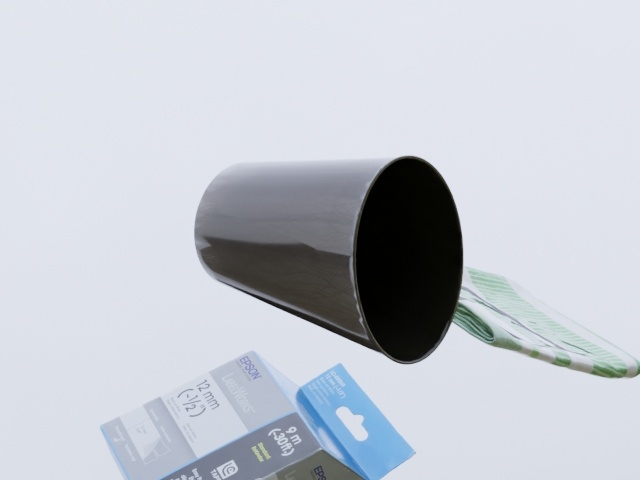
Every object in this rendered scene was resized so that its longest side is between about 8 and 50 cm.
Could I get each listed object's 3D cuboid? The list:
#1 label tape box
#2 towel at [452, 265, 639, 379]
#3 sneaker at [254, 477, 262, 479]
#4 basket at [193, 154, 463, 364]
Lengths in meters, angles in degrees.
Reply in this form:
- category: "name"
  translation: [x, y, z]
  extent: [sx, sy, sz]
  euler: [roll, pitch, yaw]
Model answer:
- category: "label tape box"
  translation: [-0.086, 0.267, 1.995]
  extent: [0.347, 0.249, 0.115]
  euler: [-28, -54, -10]
- category: "towel"
  translation: [0.207, 0.079, 1.736]
  extent: [0.325, 0.248, 0.038]
  euler: [19, -78, -48]
- category: "sneaker"
  translation: [0.006, 0.286, 1.465]
  extent: [0.188, 0.066, 0.071]
  euler: [15, -63, -8]
- category: "basket"
  translation: [0.000, 0.000, 1.450]
  extent: [0.154, 0.227, 0.204]
  euler: [-36, -55, -37]
